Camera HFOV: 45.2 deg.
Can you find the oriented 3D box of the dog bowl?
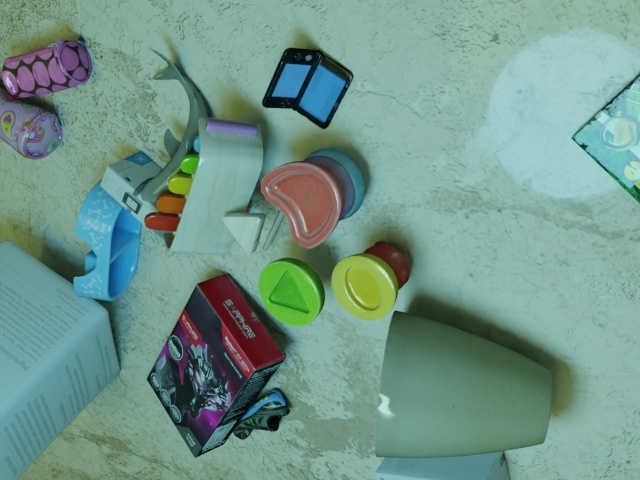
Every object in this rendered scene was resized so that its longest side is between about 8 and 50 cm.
[{"bbox_3d":[-0.454,0.006,1.663,0.074,0.166,0.297,20,124,9],"label":"dog bowl"}]

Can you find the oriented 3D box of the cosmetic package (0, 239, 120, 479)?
[{"bbox_3d":[-0.728,0.285,1.777,0.328,0.393,0.329,32,146,14],"label":"cosmetic package"}]

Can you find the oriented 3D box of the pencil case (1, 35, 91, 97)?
[{"bbox_3d":[-0.570,-0.355,1.584,0.210,0.095,0.098,-7,146,33],"label":"pencil case"}]

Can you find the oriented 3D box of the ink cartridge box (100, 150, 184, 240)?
[{"bbox_3d":[-0.345,-0.092,1.572,0.180,0.104,0.060,40,128,7],"label":"ink cartridge box"}]

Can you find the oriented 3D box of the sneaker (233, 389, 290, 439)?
[{"bbox_3d":[-0.135,0.407,1.729,0.078,0.067,0.188,51,127,7],"label":"sneaker"}]

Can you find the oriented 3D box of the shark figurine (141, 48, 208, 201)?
[{"bbox_3d":[-0.249,-0.206,1.432,0.166,0.116,0.278,4,93,1],"label":"shark figurine"}]

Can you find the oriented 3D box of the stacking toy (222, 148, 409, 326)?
[{"bbox_3d":[0.000,0.000,1.387,0.280,0.130,0.308,-22,99,37],"label":"stacking toy"}]

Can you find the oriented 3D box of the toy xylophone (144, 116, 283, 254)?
[{"bbox_3d":[-0.178,-0.077,1.443,0.322,0.236,0.081,-55,38,35],"label":"toy xylophone"}]

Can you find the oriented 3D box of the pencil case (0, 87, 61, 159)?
[{"bbox_3d":[-0.707,-0.285,1.692,0.284,0.124,0.124,30,127,17],"label":"pencil case"}]

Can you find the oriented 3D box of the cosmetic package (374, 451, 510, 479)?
[{"bbox_3d":[0.235,0.459,1.493,0.231,0.117,0.085,-2,114,35],"label":"cosmetic package"}]

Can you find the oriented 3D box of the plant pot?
[{"bbox_3d":[0.248,0.262,1.322,0.274,0.256,0.256,6,119,10],"label":"plant pot"}]

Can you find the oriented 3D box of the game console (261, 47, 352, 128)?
[{"bbox_3d":[-0.024,-0.255,1.306,0.071,0.107,0.122,58,135,31],"label":"game console"}]

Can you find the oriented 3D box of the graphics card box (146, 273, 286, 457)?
[{"bbox_3d":[-0.238,0.278,1.673,0.232,0.094,0.371,52,133,21],"label":"graphics card box"}]

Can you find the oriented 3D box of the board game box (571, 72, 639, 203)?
[{"bbox_3d":[0.497,-0.102,1.084,0.260,0.030,0.136,44,132,5],"label":"board game box"}]
